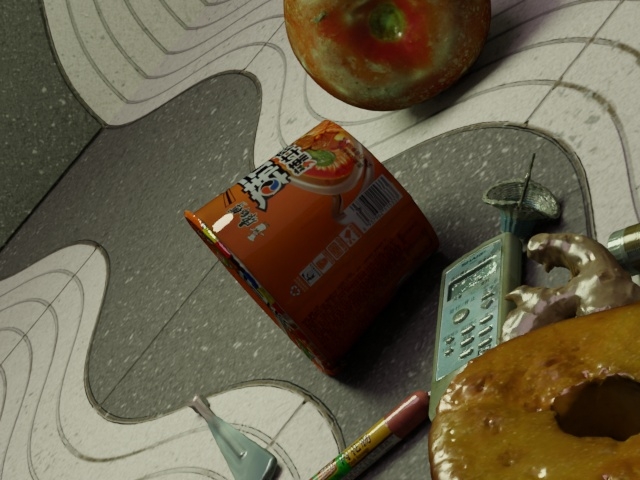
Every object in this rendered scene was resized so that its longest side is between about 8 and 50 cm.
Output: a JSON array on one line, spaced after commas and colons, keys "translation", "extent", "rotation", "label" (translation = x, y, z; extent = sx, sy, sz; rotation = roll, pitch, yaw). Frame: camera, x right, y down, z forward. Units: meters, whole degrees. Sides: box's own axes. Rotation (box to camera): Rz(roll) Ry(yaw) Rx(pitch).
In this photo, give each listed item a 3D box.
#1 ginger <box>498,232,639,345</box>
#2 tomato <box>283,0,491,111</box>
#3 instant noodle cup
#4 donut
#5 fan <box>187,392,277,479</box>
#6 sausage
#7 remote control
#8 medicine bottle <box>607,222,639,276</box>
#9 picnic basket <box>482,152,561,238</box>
[{"translation": [0.196, 0.115, 1.300], "extent": [0.149, 0.065, 0.258], "rotation": [15, 77, 56], "label": "ginger"}, {"translation": [0.085, -0.309, 1.927], "extent": [0.270, 0.270, 0.222], "rotation": [-41, 15, 17], "label": "tomato"}, {"translation": [0.000, 0.000, 1.655], "extent": [0.192, 0.250, 0.250], "rotation": [-42, 23, -5], "label": "instant noodle cup"}, {"translation": [0.218, 0.156, 1.067], "extent": [0.303, 0.110, 0.303], "rotation": [-17, 21, 7], "label": "donut"}, {"translation": [-0.112, 0.235, 1.734], "extent": [0.057, 0.023, 0.282], "rotation": [-59, 24, -2], "label": "fan"}, {"translation": [0.035, 0.220, 1.490], "extent": [0.223, 0.029, 0.029], "rotation": [-42, 24, 15], "label": "sausage"}, {"translation": [0.157, 0.089, 1.474], "extent": [0.098, 0.038, 0.233], "rotation": [-33, 27, 30], "label": "remote control"}, {"translation": [0.305, 0.001, 1.338], "extent": [0.083, 0.047, 0.047], "rotation": [-23, 34, 45], "label": "medicine bottle"}, {"translation": [0.211, -0.045, 1.541], "extent": [0.065, 0.083, 0.083], "rotation": [-57, -24, -57], "label": "picnic basket"}]
